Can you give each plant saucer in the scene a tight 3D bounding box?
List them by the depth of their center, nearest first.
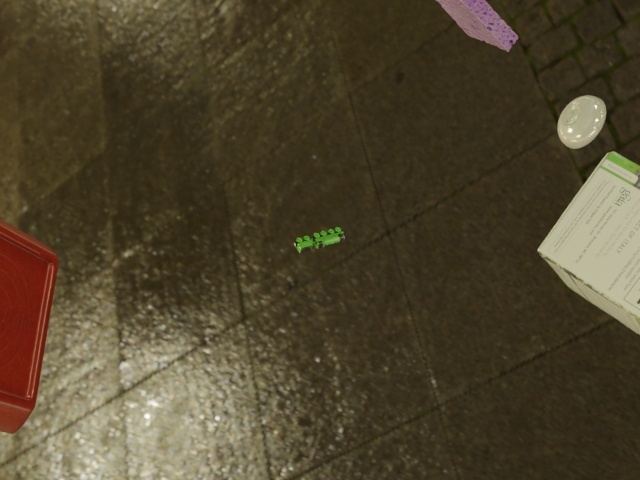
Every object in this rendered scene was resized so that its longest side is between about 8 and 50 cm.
[{"bbox_3d":[-0.405,0.086,1.140,0.048,0.258,0.259,-4,70,19],"label":"plant saucer"}]

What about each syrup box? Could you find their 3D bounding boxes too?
[{"bbox_3d":[0.281,0.044,0.662,0.237,0.093,0.096,37,91,34],"label":"syrup box"}]

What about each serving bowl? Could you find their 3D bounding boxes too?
[{"bbox_3d":[0.379,-0.178,1.396,0.083,0.027,0.083,-40,38,41],"label":"serving bowl"}]

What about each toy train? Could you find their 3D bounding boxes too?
[{"bbox_3d":[0.000,0.000,1.425,0.023,0.083,0.017,56,149,35],"label":"toy train"}]

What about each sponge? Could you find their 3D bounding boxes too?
[{"bbox_3d":[0.212,-0.379,1.478,0.031,0.210,0.117,-52,37,4],"label":"sponge"}]
